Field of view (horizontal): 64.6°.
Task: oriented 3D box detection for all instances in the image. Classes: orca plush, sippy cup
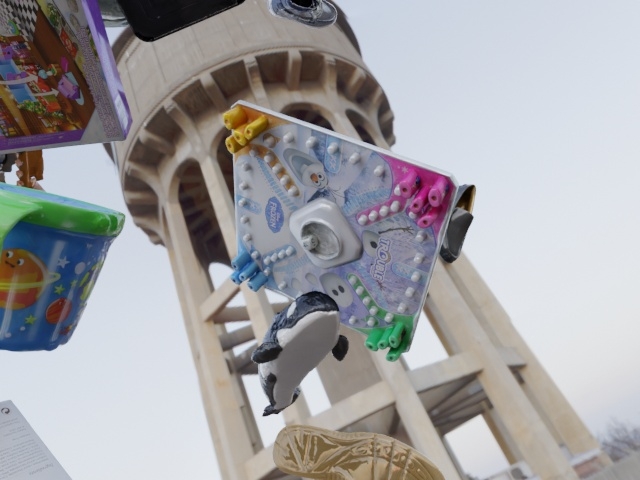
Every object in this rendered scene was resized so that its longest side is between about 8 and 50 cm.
[{"bbox_3d":[-0.041,0.163,0.809,0.151,0.102,0.287,-11,-42,-13],"label":"orca plush"},{"bbox_3d":[-0.439,0.039,0.763,0.305,0.240,0.224,12,-87,-65],"label":"sippy cup"}]

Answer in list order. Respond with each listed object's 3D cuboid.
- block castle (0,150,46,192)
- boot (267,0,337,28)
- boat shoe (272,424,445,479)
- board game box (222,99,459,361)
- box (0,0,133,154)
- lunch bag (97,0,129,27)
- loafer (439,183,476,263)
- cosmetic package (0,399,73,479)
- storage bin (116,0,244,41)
[{"bbox_3d":[-0.803,-0.115,1.176,0.213,0.303,0.453,-23,-38,-45],"label":"block castle"},{"bbox_3d":[-0.020,-0.527,1.153,0.190,0.086,0.069,-11,-72,-36],"label":"boot"},{"bbox_3d":[0.039,0.216,0.489,0.170,0.063,0.059,8,-22,26],"label":"boat shoe"},{"bbox_3d":[0.000,0.000,0.867,0.050,0.390,0.390,-46,-29,-43],"label":"board game box"},{"bbox_3d":[-0.313,-0.222,0.453,0.201,0.057,0.293,-8,-54,-5],"label":"box"},{"bbox_3d":[-0.400,-0.520,0.904,0.169,0.287,0.235,30,-107,-59],"label":"lunch bag"},{"bbox_3d":[0.242,-0.037,0.902,0.062,0.170,0.061,35,-39,-29],"label":"loafer"},{"bbox_3d":[-0.419,0.423,0.678,0.197,0.365,0.155,-56,-20,13],"label":"cosmetic package"},{"bbox_3d":[-0.203,-0.380,0.731,0.180,0.084,0.122,-20,-59,6],"label":"storage bin"}]
